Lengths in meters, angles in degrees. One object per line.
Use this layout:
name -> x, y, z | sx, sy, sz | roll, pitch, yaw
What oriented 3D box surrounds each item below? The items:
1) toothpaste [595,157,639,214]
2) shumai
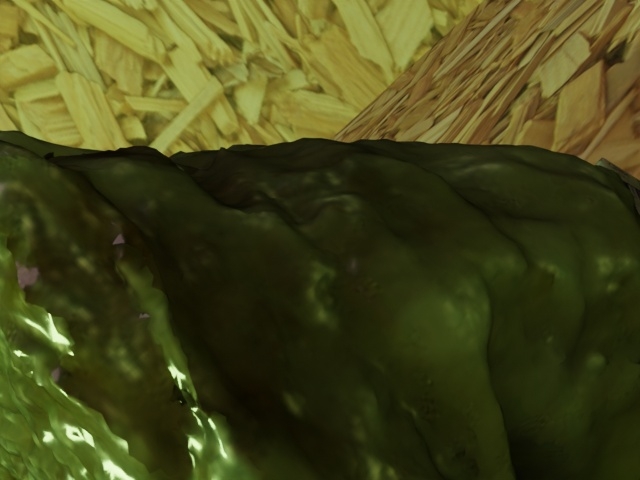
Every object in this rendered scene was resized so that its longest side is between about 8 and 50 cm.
toothpaste -> 0.153, 0.005, 0.774 | 0.040, 0.047, 0.196 | -56, 4, 16
shumai -> -0.002, 0.030, 0.589 | 0.263, 0.304, 0.309 | -35, 9, -24
